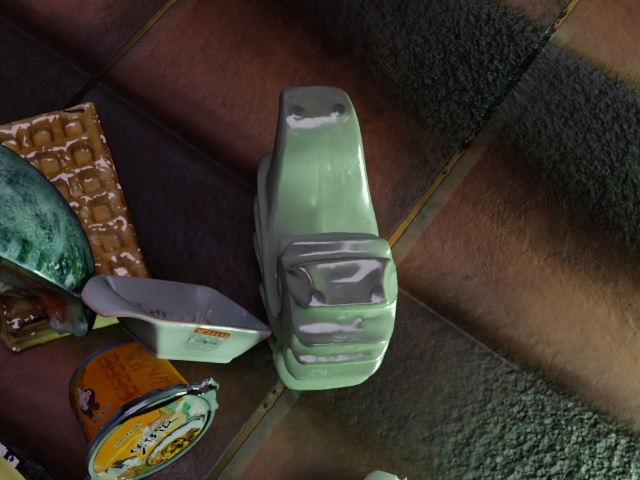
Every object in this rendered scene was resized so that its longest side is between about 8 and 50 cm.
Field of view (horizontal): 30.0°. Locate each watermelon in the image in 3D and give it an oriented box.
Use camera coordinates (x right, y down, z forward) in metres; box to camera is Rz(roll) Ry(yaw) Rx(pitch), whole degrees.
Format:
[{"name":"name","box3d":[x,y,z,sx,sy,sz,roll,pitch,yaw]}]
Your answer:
[{"name":"watermelon","box3d":[-0.423,0.005,1.466,0.213,0.289,0.320,-32,85,12]}]

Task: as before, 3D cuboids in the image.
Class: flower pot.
[{"name":"flower pot","box3d":[0.000,0.000,1.583,0.164,0.254,0.368,-5,66,-10]}]

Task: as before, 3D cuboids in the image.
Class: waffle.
[{"name":"waffle","box3d":[-0.367,-0.020,1.633,0.213,0.091,0.308,-17,68,-14]}]

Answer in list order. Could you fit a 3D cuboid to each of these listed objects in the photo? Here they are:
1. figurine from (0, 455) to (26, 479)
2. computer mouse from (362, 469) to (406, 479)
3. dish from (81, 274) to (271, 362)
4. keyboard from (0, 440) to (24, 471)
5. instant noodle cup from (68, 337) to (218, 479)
[{"name":"figurine","box3d":[-0.358,0.370,1.398,0.124,0.222,0.324,-37,89,-26]},{"name":"computer mouse","box3d":[0.057,0.368,1.536,0.089,0.056,0.181,43,68,7]},{"name":"dish","box3d":[-0.194,0.104,1.514,0.154,0.234,0.064,31,105,46]},{"name":"keyboard","box3d":[-0.506,0.365,1.483,0.101,0.018,0.310,37,67,11]},{"name":"instant noodle cup","box3d":[-0.241,0.205,1.516,0.208,0.177,0.125,-34,61,-7]}]
